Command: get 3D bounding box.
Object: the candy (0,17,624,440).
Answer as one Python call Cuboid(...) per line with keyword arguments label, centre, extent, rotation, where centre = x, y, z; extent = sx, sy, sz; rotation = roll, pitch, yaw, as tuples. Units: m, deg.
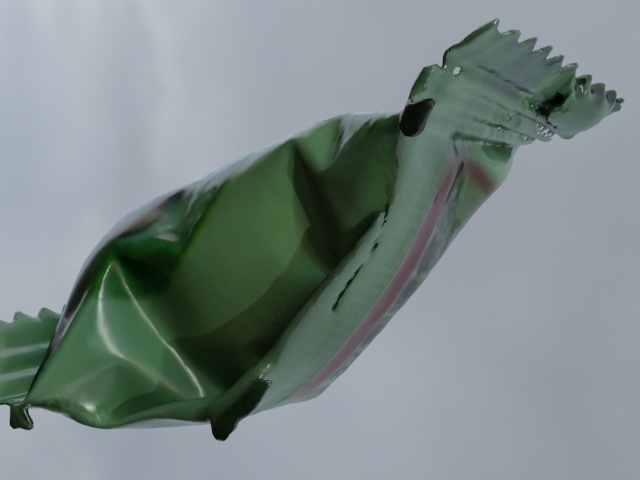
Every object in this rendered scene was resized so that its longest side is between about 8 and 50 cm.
Cuboid(label="candy", centre=(-0.003, -0.006, 1.004), extent=(0.398, 0.263, 0.172), rotation=(-37, -99, 17))
